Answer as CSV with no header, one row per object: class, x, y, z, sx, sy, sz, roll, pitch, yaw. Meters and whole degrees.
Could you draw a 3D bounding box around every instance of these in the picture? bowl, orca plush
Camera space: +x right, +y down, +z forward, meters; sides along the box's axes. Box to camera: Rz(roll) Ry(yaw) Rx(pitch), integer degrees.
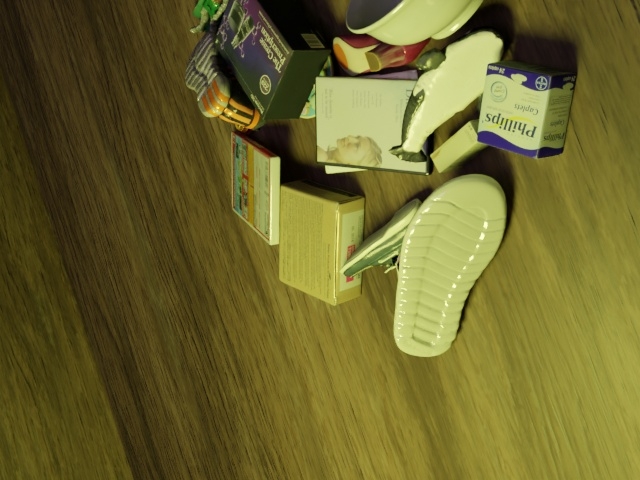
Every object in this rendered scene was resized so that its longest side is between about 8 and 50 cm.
bowl,0.186,-0.431,1.342,0.298,0.134,0.297,-44,27,29
orca plush,0.230,-0.267,1.447,0.151,0.102,0.287,18,126,-1

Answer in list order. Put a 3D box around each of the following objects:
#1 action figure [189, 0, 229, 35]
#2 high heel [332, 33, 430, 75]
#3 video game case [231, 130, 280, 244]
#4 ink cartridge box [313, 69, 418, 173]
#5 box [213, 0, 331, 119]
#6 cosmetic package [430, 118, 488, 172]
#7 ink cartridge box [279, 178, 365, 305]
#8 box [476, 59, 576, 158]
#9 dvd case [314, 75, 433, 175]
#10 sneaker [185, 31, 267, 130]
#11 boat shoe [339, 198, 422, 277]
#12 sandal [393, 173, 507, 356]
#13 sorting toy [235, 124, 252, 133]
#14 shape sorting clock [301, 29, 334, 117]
action figure,-0.247,-0.554,1.895,0.137,0.063,0.232,50,145,10
high heel,0.110,-0.376,1.572,0.082,0.117,0.244,69,165,-18
video game case,-0.155,-0.129,1.903,0.285,0.025,0.204,-141,49,-59
ink cartridge box,0.106,-0.235,1.625,0.232,0.066,0.189,-3,101,28
box,-0.108,-0.408,1.711,0.261,0.103,0.184,58,141,29
cosmetic package,0.257,-0.169,1.447,0.115,0.060,0.041,-40,70,46
ink cartridge box,0.000,0.000,1.781,0.193,0.088,0.234,21,117,43
box,0.335,-0.216,1.330,0.126,0.072,0.137,26,121,43
dvd case,0.101,-0.226,1.583,0.253,0.022,0.180,9,109,29
sneaker,-0.199,-0.347,1.858,0.124,0.180,0.321,-48,39,27
boat shoe,0.136,0.012,1.621,0.079,0.095,0.254,42,125,-9
sandal,0.217,0.041,1.521,0.102,0.170,0.416,-89,13,-56
sorting toy,-0.175,-0.296,1.927,0.061,0.042,0.102,43,131,32
shape sorting clock,-0.043,-0.366,1.750,0.206,0.040,0.206,19,115,46
